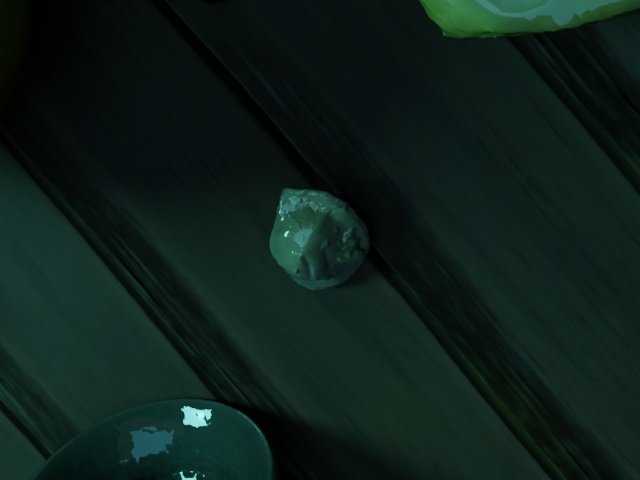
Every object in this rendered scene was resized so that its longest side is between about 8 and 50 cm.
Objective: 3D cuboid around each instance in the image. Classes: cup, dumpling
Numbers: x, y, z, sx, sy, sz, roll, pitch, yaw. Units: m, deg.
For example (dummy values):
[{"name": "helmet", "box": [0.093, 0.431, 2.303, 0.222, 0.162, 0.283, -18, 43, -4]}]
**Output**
[{"name": "cup", "box": [-0.104, 0.233, 0.865, 0.199, 0.199, 0.150, -5, 127, 20]}, {"name": "dumpling", "box": [-0.001, 0.001, 0.794, 0.057, 0.052, 0.076, 9, 103, 27]}]

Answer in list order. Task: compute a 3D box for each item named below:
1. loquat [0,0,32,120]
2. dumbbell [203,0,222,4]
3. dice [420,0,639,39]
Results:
[{"name": "loquat", "box": [-0.332, -0.146, 0.700, 0.328, 0.328, 0.328, 6, 112, 16]}, {"name": "dumbbell", "box": [-0.043, -0.175, 0.750, 0.083, 0.040, 0.036, -15, 75, 22]}, {"name": "dice", "box": [0.126, -0.202, 0.609, 0.166, 0.169, 0.169, -9, 107, 20]}]
